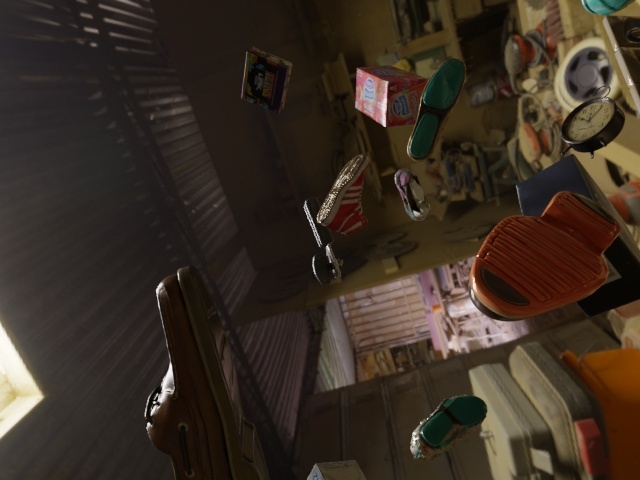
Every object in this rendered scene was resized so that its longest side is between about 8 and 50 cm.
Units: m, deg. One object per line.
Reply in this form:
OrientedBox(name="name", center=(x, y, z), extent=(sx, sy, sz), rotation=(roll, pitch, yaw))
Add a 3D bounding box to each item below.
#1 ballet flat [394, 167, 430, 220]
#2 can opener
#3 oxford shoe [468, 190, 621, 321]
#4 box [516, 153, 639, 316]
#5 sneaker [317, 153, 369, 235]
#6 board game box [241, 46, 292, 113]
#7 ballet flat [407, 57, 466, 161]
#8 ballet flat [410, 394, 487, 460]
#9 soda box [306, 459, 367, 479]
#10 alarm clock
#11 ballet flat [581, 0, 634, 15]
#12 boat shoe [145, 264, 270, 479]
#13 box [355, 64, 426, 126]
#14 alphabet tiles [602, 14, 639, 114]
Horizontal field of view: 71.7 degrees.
OrientedBox(name="ballet flat", center=(0.294, -0.126, 1.355), extent=(0.221, 0.077, 0.079), rotation=(55, 174, -38))
OrientedBox(name="can opener", center=(0.000, 0.000, 1.427), extent=(0.074, 0.093, 0.280), rotation=(126, 128, -74))
OrientedBox(name="oxford shoe", center=(0.295, 0.041, 0.599), extent=(0.130, 0.363, 0.133), rotation=(45, 132, 27))
OrientedBox(name="box", center=(0.687, -0.020, 1.168), extent=(0.296, 0.182, 0.294), rotation=(43, -144, -18))
OrientedBox(name="sneaker", center=(0.051, -0.064, 0.653), extent=(0.067, 0.118, 0.042), rotation=(29, -173, -26))
OrientedBox(name="board game box", center=(-0.177, -0.517, 1.441), extent=(0.170, 0.141, 0.048), rotation=(110, -174, -48))
OrientedBox(name="ballet flat", center=(0.259, -0.291, 1.005), extent=(0.232, 0.080, 0.073), rotation=(-67, -17, 14))
OrientedBox(name="ballet flat", center=(0.278, 0.412, 0.983), extent=(0.091, 0.241, 0.077), rotation=(48, 130, 36))
OrientedBox(name="soda box", center=(0.071, 0.508, 0.721), extent=(0.098, 0.091, 0.286), rotation=(15, -162, -34))
OrientedBox(name="alarm clock", center=(0.663, -0.293, 1.070), extent=(0.129, 0.064, 0.192), rotation=(-1, 65, 62))
OrientedBox(name="ballet flat", center=(0.334, -0.376, 0.468), extent=(0.087, 0.083, 0.247), rotation=(-167, 76, -73))
OrientedBox(name="boat shoe", center=(-0.138, 0.185, 0.480), extent=(0.111, 0.104, 0.307), rotation=(-155, 50, -84))
OrientedBox(name="box", center=(0.201, -0.435, 1.319), extent=(0.257, 0.122, 0.128), rotation=(-119, 25, -57))
OrientedBox(name="alphabet tiles", center=(0.330, -0.082, 0.291), extent=(0.009, 0.237, 0.198), rotation=(90, -175, -59))
